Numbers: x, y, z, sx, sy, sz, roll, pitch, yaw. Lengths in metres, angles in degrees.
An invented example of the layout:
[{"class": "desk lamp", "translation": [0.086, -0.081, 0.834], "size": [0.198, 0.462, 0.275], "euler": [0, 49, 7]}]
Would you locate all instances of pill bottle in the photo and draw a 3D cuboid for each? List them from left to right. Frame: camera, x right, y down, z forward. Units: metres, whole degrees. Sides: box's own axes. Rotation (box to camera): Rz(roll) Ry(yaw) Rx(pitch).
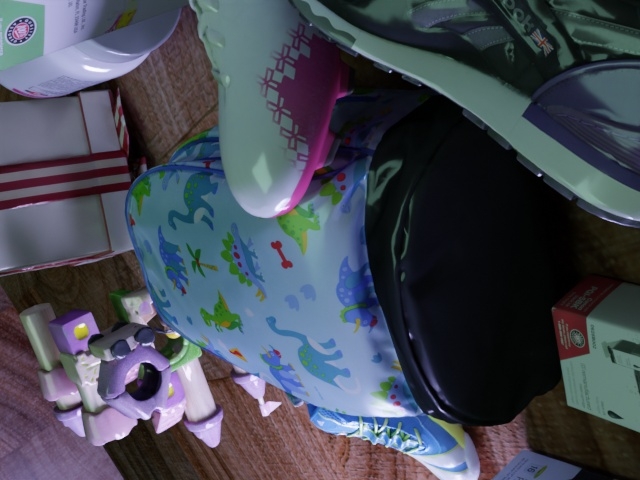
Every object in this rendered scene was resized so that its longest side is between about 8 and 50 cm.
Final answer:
[{"class": "pill bottle", "translation": [-0.278, -0.253, 0.951], "size": [0.283, 0.160, 0.160], "euler": [3, 121, 54]}]

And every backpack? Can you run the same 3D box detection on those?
[{"class": "backpack", "translation": [0.000, 0.000, 0.737], "size": [0.355, 0.273, 0.290], "euler": [33, 145, 52]}]

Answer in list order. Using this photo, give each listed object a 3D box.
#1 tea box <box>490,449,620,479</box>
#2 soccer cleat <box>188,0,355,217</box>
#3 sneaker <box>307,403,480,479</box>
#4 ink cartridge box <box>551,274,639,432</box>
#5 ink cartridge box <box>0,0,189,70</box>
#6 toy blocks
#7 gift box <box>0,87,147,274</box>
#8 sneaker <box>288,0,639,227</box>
[{"class": "tea box", "translation": [0.277, 0.406, 0.718], "size": [0.323, 0.220, 0.329], "euler": [3, 121, 53]}, {"class": "soccer cleat", "translation": [-0.054, -0.181, 0.573], "size": [0.116, 0.143, 0.331], "euler": [-20, 60, 57]}, {"class": "sneaker", "translation": [0.059, 0.195, 0.923], "size": [0.240, 0.126, 0.091], "euler": [48, 149, 15]}, {"class": "ink cartridge box", "translation": [0.248, 0.092, 0.625], "size": [0.135, 0.056, 0.099], "euler": [15, 130, 49]}, {"class": "ink cartridge box", "translation": [-0.182, -0.275, 0.681], "size": [0.117, 0.278, 0.201], "euler": [52, 150, 14]}, {"class": "toy blocks", "translation": [-0.184, 0.172, 1.096], "size": [0.309, 0.288, 0.260], "euler": [3, 115, 51]}, {"class": "gift box", "translation": [-0.393, -0.091, 1.189], "size": [0.255, 0.258, 0.276], "euler": [-3, 96, 58]}, {"class": "sneaker", "translation": [0.099, -0.137, 0.446], "size": [0.283, 0.107, 0.124], "euler": [37, 130, 23]}]
